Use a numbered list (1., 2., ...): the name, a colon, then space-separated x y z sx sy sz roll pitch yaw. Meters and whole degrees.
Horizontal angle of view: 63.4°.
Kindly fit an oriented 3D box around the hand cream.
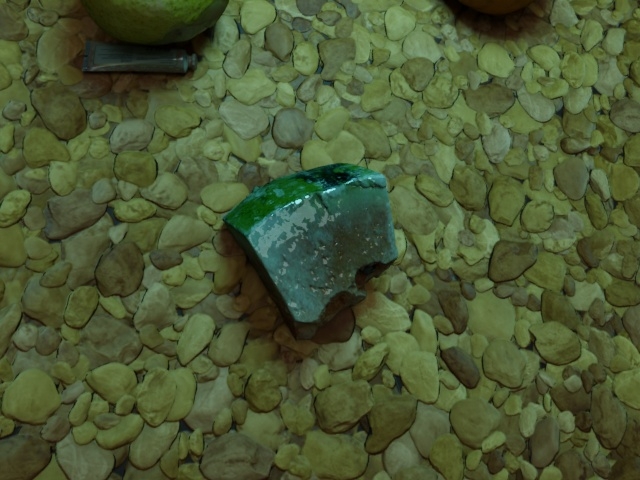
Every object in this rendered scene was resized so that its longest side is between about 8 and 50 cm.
1. hand cream: -0.344 -0.346 0.991 0.210 0.043 0.067 2 75 -5

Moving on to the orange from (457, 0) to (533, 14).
1. orange: 0.388 -0.632 1.100 0.284 0.226 0.284 1 83 -12

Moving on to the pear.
1. pear: -0.293 -0.468 0.919 0.271 0.271 0.271 2 77 -10

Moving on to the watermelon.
1. watermelon: 0.000 -0.009 0.916 0.264 0.151 0.302 -27 83 -16
